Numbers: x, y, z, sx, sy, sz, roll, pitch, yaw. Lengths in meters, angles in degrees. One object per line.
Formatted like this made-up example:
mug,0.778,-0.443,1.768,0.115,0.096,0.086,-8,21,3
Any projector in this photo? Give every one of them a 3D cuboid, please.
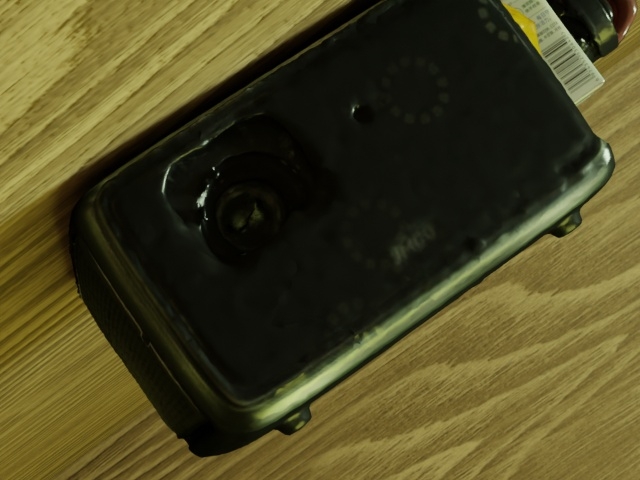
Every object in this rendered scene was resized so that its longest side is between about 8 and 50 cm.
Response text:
projector,0.000,0.000,1.117,0.395,0.242,0.405,-35,176,-15

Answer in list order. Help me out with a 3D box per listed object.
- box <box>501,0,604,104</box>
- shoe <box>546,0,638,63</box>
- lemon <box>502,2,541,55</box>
box,0.185,-0.166,1.376,0.194,0.139,0.073,-35,176,-4
shoe,0.290,-0.239,1.515,0.291,0.114,0.137,-34,180,-42
lemon,0.158,-0.179,1.241,0.114,0.114,0.155,-35,172,-9
